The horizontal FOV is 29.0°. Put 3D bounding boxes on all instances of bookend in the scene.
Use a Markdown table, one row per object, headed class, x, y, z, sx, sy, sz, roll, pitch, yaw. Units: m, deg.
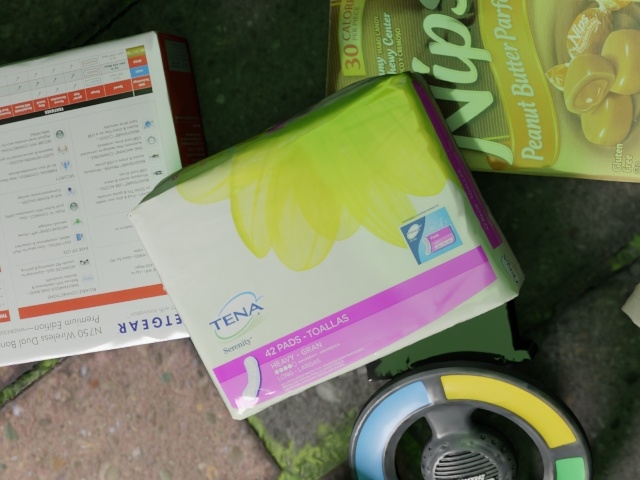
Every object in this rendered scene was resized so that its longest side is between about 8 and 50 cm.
| class | x | y | z | sx | sy | sz | roll | pitch | yaw |
| --- | --- | --- | --- | --- | --- | --- | --- | --- | --- |
| bookend | 0.114 | 0.044 | 1.180 | 0.156 | 0.072 | 0.157 | -10 | 92 | 15 |

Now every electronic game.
| class | x | y | z | sx | sy | sz | roll | pitch | yaw |
| --- | --- | --- | --- | --- | --- | --- | --- | --- | --- |
| electronic game | 0.139 | 0.212 | 1.165 | 0.229 | 0.048 | 0.229 | 5 | 119 | 9 |

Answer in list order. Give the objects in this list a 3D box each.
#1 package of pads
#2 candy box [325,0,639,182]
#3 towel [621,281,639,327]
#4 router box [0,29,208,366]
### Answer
| class | x | y | z | sx | sy | sz | roll | pitch | yaw |
| --- | --- | --- | --- | --- | --- | --- | --- | --- | --- |
| package of pads | 0.000 | 0.000 | 1.110 | 0.296 | 0.101 | 0.229 | -26 | 93 | 16 |
| candy box | 0.166 | -0.155 | 1.145 | 0.316 | 0.087 | 0.183 | 5 | 96 | 14 |
| towel | 0.438 | 0.023 | 1.020 | 0.312 | 0.056 | 0.324 | 42 | 112 | 35 |
| router box | -0.278 | -0.032 | 1.268 | 0.335 | 0.082 | 0.301 | -9 | 92 | 15 |
